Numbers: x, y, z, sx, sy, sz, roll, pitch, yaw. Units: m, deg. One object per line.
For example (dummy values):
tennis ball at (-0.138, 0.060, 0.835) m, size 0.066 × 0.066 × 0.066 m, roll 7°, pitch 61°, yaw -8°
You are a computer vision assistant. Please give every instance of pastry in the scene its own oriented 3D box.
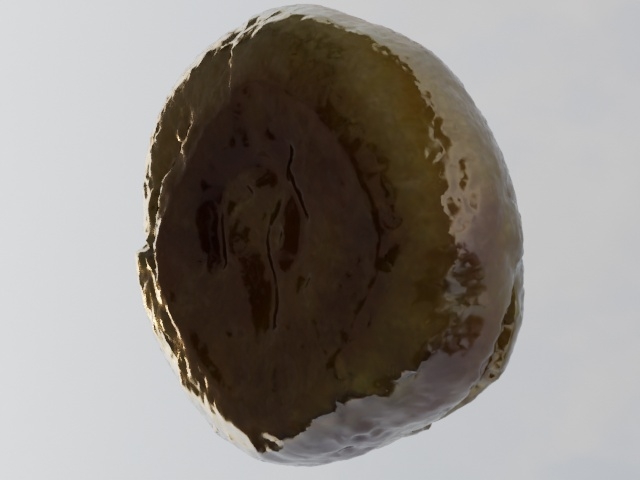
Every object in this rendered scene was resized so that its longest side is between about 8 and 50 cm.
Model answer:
pastry at (0.000, 0.000, 1.428) m, size 0.356 × 0.163 × 0.356 m, roll 4°, pitch -85°, yaw 50°
